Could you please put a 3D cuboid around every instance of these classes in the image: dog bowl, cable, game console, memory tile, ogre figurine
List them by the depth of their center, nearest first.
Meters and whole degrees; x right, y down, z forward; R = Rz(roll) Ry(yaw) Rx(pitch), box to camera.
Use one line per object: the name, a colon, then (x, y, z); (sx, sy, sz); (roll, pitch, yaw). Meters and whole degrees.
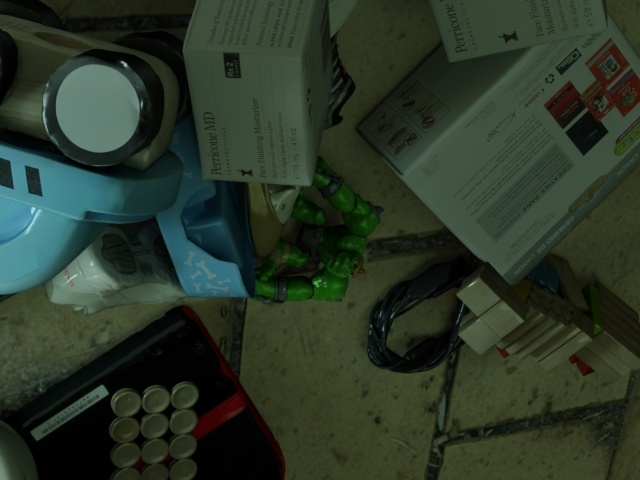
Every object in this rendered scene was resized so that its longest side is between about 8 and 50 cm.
dog bowl: (-0.143, -0.058, 1.761); (0.074, 0.166, 0.297); (-13, 128, 5)
ogre figurine: (0.000, 0.000, 1.923); (0.118, 0.097, 0.197); (17, 95, -17)
memory tile: (-0.206, 0.242, 1.951); (0.113, 0.012, 0.148); (-7, 118, -22)
game console: (-0.256, 0.296, 1.998); (0.386, 0.060, 0.342); (-34, 124, -7)
cable: (0.140, 0.108, 2.101); (0.184, 0.047, 0.150); (-39, 135, -8)

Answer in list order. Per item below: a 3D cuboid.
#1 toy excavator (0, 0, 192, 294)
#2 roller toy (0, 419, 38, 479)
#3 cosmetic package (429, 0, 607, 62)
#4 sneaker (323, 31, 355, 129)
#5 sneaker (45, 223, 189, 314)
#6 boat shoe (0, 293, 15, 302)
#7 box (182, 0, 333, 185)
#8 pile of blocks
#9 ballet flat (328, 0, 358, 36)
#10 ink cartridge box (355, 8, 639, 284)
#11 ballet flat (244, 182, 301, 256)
toy excavator: (-0.370, -0.022, 1.573); (0.433, 0.222, 0.445); (15, 104, 3)
roller toy: (-0.420, 0.289, 1.796); (0.191, 0.146, 0.209); (-28, 87, -1)
cosmetic package: (0.211, -0.314, 1.751); (0.184, 0.151, 0.151); (-11, 132, 15)
sneaker: (0.004, -0.198, 1.816); (0.075, 0.063, 0.170); (-10, 121, -34)
sneaker: (-0.233, 0.039, 1.802); (0.115, 0.090, 0.232); (-28, 162, 21)
boat shoe: (-0.324, -0.004, 1.735); (0.305, 0.091, 0.109); (-32, 130, -8)
box: (-0.059, -0.181, 1.618); (0.119, 0.182, 0.181); (4, 138, 8)
pile of blocks: (0.287, 0.104, 2.128); (0.362, 0.149, 0.112); (20, 132, -41)
ballet flat: (0.031, -0.362, 1.666); (0.139, 0.139, 0.400); (26, 104, -38)
ink cartridge box: (0.248, -0.140, 1.941); (0.309, 0.130, 0.272); (-44, 131, 3)
ballet flat: (-0.057, -0.084, 1.819); (0.073, 0.080, 0.232); (-1, 118, 15)
